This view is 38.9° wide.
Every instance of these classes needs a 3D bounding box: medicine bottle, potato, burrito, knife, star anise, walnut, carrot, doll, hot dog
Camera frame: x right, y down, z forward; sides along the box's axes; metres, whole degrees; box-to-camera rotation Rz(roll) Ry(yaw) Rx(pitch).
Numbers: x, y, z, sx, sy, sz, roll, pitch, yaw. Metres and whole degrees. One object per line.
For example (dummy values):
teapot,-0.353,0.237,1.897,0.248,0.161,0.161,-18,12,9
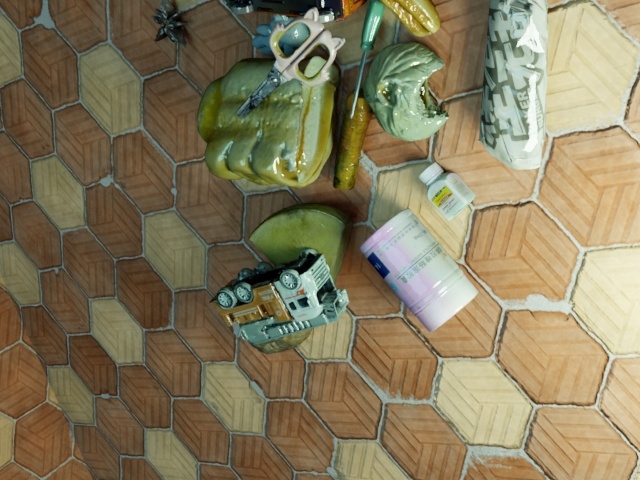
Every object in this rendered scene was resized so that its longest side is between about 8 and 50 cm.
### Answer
medicine bottle,0.224,0.068,2.065,0.254,0.152,0.152,50,134,7
potato,0.000,0.000,2.245,0.269,0.112,0.255,44,130,-5
medicine bottle,0.274,-0.113,1.995,0.118,0.055,0.074,50,135,7
burrito,0.377,-0.352,1.753,0.139,0.101,0.445,24,129,42
knife,0.092,-0.393,1.956,0.035,0.063,0.260,11,108,-11
star anise,-0.386,-0.560,2.289,0.124,0.056,0.129,18,123,32
walnut,-0.108,0.209,2.410,0.230,0.178,0.178,-30,92,40
carrot,0.073,-0.228,2.088,0.070,0.070,0.260,30,130,24
doll,-0.090,-0.479,2.095,0.120,0.075,0.180,31,166,-27
hot dog,0.151,-0.514,1.827,0.249,0.076,0.102,39,168,-17

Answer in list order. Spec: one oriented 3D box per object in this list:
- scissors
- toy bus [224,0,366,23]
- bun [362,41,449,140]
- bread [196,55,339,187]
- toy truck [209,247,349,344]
scissors,-0.082,-0.360,1.946,0.160,0.024,0.317,46,124,-5
toy bus,-0.065,-0.567,1.958,0.329,0.153,0.143,14,128,32
bun,0.177,-0.310,1.919,0.204,0.126,0.212,-26,96,47
bread,-0.122,-0.270,2.122,0.341,0.210,0.300,3,81,32
toy truck,-0.087,0.144,2.222,0.338,0.133,0.184,-17,108,32
